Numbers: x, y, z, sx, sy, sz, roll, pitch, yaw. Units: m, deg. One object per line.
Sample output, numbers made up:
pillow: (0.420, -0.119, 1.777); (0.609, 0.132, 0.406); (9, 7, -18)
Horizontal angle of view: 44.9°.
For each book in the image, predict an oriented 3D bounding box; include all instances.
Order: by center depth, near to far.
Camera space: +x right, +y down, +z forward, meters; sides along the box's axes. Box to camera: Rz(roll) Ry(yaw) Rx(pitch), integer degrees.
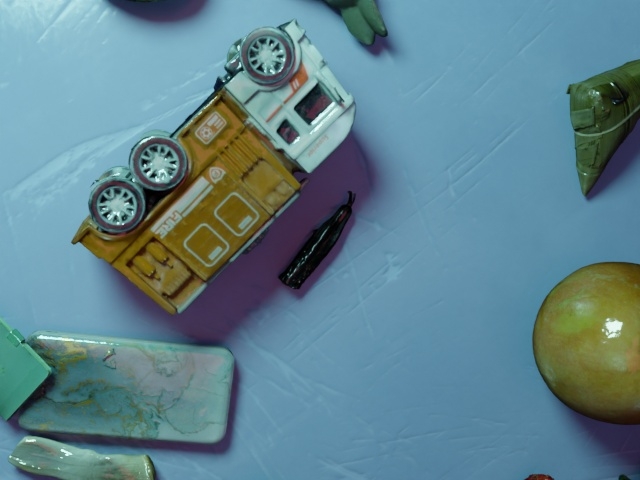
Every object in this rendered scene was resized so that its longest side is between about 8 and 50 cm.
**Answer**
book: (-0.434, 0.160, 1.040); (0.135, 0.017, 0.103); (44, 101, 3)

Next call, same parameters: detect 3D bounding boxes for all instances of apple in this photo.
apple: (0.435, 0.149, 1.095); (0.253, 0.253, 0.254); (-1, 94, -9)

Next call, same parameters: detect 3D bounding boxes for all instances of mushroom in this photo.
mushroom: (-0.330, 0.313, 1.079); (0.202, 0.054, 0.059); (11, 87, -4)

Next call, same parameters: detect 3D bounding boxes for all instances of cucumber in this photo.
cucumber: (0.000, 0.000, 1.112); (0.039, 0.043, 0.163); (35, 84, 32)

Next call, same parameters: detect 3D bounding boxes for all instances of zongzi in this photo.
zongzi: (0.457, -0.175, 1.166); (0.189, 0.081, 0.178); (-23, 119, -20)

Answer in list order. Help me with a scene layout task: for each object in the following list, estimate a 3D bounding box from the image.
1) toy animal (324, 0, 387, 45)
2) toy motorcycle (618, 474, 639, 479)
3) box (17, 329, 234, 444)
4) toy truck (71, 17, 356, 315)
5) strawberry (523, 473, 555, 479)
toy animal: (0.004, -0.379, 1.063); (0.236, 0.138, 0.108); (43, 46, -32)
toy motorcycle: (0.605, 0.385, 1.198); (0.205, 0.127, 0.275); (38, 81, -11)
box: (-0.268, 0.206, 1.082); (0.285, 0.044, 0.142); (6, 97, -9)
toy truck: (-0.126, -0.097, 1.020); (0.387, 0.173, 0.207); (-45, 106, 0)
strawberry: (0.329, 0.402, 1.175); (0.083, 0.083, 0.096); (43, 94, -10)
